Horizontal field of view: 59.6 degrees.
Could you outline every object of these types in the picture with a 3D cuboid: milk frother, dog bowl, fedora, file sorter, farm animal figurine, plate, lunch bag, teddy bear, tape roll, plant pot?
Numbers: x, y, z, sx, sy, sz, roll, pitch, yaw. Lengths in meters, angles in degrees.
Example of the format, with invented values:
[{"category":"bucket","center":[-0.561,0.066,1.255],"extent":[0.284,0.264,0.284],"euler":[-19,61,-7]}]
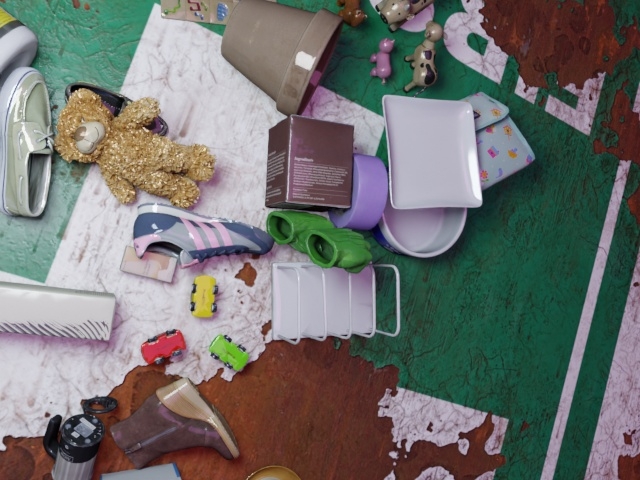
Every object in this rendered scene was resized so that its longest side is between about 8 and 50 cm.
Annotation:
[{"category":"milk frother","center":[-0.500,0.421,1.194],"extent":[0.143,0.129,0.134],"euler":[-11,133,-50]},{"category":"dog bowl","center":[0.256,-0.087,1.506],"extent":[0.265,0.104,0.264],"euler":[0,90,-22]},{"category":"fedora","center":[-0.111,0.652,1.359],"extent":[0.194,0.079,0.194],"euler":[0,90,-23]},{"category":"file sorter","center":[0.036,0.149,1.377],"extent":[0.278,0.173,0.192],"euler":[0,89,-22]},{"category":"farm animal figurine","center":[0.225,-0.589,1.465],"extent":[0.330,0.172,0.326],"euler":[36,76,-19]},{"category":"plate","center":[0.273,-0.214,1.393],"extent":[0.278,0.045,0.277],"euler":[-3,85,-26]},{"category":"lunch bag","center":[0.427,-0.273,1.559],"extent":[0.223,0.160,0.262],"euler":[-27,87,-16]},{"category":"teddy bear","center":[-0.394,-0.182,1.196],"extent":[0.245,0.113,0.338],"euler":[-33,124,23]},{"category":"tape roll","center":[0.088,-0.122,1.393],"extent":[0.080,0.189,0.189],"euler":[3,88,-23]},{"category":"plant pot","center":[-0.102,-0.445,1.305],"extent":[0.229,0.263,0.263],"euler":[25,79,-3]}]

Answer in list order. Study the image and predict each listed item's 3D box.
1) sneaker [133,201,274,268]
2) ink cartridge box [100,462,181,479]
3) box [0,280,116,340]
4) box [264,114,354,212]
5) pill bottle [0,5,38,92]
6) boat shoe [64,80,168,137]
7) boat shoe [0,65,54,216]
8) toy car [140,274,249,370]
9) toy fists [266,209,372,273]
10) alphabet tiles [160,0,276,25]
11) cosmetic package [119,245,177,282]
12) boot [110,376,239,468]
[{"category":"sneaker","center":[-0.265,0.014,1.273],"extent":[0.319,0.112,0.131],"euler":[12,65,-16]},{"category":"ink cartridge box","center":[-0.380,0.633,1.195],"extent":[0.168,0.171,0.232],"euler":[-1,90,-23]},{"category":"box","center":[-0.572,0.143,1.154],"extent":[0.275,0.113,0.094],"euler":[9,87,-21]},{"category":"box","center":[-0.029,-0.178,1.354],"extent":[0.167,0.168,0.203],"euler":[4,88,-23]},{"category":"pill bottle","center":[-0.734,-0.426,1.050],"extent":[0.334,0.188,0.188],"euler":[38,76,-18]},{"category":"boat shoe","center":[-0.446,-0.282,1.233],"extent":[0.228,0.069,0.081],"euler":[18,82,-22]},{"category":"boat shoe","center":[-0.585,-0.194,1.133],"extent":[0.094,0.109,0.302],"euler":[13,100,15]},{"category":"toy car","center":[-0.269,0.227,1.312],"extent":[0.225,0.053,0.239],"euler":[41,75,-18]},{"category":"toy fists","center":[0.000,0.000,1.315],"extent":[0.142,0.279,0.096],"euler":[-5,111,-42]},{"category":"alphabet tiles","center":[-0.271,-0.665,1.344],"extent":[0.343,0.011,0.285],"euler":[-2,90,-23]},{"category":"cosmetic package","center":[-0.391,0.054,1.268],"extent":[0.115,0.041,0.060],"euler":[15,84,-22]},{"category":"boot","center":[-0.328,0.455,1.284],"extent":[0.207,0.090,0.248],"euler":[-36,104,-7]}]
